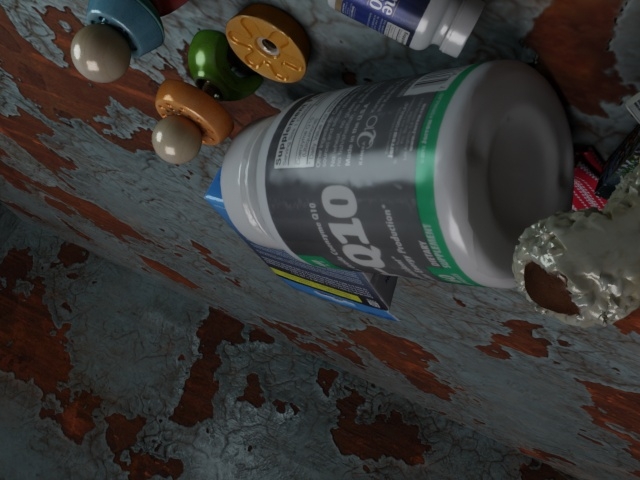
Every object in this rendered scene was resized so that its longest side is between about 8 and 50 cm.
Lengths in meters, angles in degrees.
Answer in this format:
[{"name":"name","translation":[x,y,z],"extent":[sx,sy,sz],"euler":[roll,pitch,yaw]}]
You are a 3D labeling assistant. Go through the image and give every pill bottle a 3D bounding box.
[{"name":"pill bottle","translation":[0.060,-0.066,0.680],"extent":[0.361,0.204,0.204],"euler":[4,150,49]},{"name":"pill bottle","translation":[0.072,-0.201,0.524],"extent":[0.120,0.067,0.067],"euler":[27,161,2]}]

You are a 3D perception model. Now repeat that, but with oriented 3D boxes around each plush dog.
[{"name":"plush dog","translation":[0.305,0.003,0.482],"extent":[0.262,0.211,0.225],"euler":[21,177,24]}]

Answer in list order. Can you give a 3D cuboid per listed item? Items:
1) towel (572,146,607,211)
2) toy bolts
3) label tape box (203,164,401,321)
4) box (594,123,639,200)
[{"name":"towel","translation":[0.243,-0.035,0.778],"extent":[0.199,0.031,0.274],"euler":[39,158,-32]},{"name":"toy bolts","translation":[-0.152,-0.196,0.697],"extent":[0.218,0.159,0.228],"euler":[5,151,48]},{"name":"label tape box","translation":[0.000,0.000,1.072],"extent":[0.249,0.115,0.348],"euler":[16,160,32]},{"name":"box","translation":[0.383,-0.045,0.540],"extent":[0.233,0.044,0.159],"euler":[25,160,9]}]
